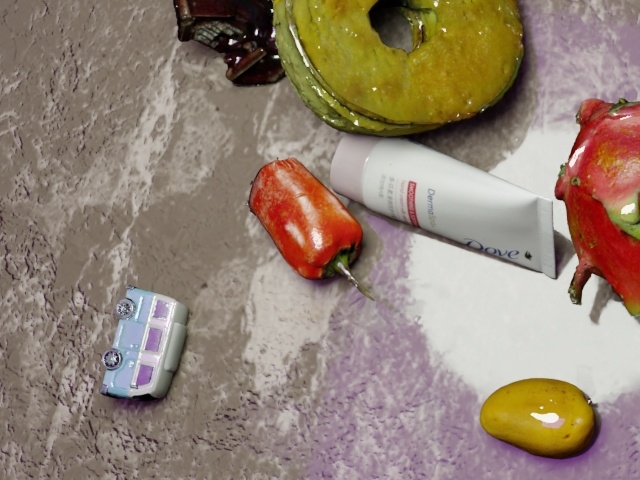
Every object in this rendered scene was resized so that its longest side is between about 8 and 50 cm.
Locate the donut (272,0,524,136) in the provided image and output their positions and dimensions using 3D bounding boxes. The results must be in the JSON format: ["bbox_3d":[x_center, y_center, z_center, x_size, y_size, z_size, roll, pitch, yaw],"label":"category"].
[{"bbox_3d":[0.068,-0.218,1.473,0.272,0.107,0.272,7,73,-25],"label":"donut"}]

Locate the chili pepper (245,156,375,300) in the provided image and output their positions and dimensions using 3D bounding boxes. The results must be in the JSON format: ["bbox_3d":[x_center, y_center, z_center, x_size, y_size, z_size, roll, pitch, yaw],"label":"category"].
[{"bbox_3d":[0.000,0.000,1.522,0.084,0.086,0.192,-36,62,-10],"label":"chili pepper"}]

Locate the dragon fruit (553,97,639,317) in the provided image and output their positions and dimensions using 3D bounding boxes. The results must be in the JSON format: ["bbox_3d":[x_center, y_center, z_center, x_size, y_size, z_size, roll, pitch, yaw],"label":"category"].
[{"bbox_3d":[0.324,-0.009,1.395,0.198,0.200,0.269,-19,115,7],"label":"dragon fruit"}]

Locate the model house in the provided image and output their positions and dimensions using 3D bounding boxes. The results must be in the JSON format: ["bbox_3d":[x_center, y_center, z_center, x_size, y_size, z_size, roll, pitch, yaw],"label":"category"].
[{"bbox_3d":[-0.064,-0.269,1.552,0.203,0.164,0.141,-44,66,7],"label":"model house"}]

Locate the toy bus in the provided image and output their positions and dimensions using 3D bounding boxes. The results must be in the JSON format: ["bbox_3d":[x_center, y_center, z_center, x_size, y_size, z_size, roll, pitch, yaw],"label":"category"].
[{"bbox_3d":[-0.190,0.118,1.573,0.074,0.060,0.123,11,81,15],"label":"toy bus"}]

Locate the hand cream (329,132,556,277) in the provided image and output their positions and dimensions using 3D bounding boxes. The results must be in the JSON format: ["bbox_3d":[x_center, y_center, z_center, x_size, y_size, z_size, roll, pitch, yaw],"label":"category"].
[{"bbox_3d":[0.132,-0.041,1.483,0.247,0.133,0.083,23,64,27],"label":"hand cream"}]

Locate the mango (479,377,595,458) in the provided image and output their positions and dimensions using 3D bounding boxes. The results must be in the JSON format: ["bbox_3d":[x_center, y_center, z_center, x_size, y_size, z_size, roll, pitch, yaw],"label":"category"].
[{"bbox_3d":[0.217,0.177,1.438,0.114,0.060,0.080,-5,76,20],"label":"mango"}]
